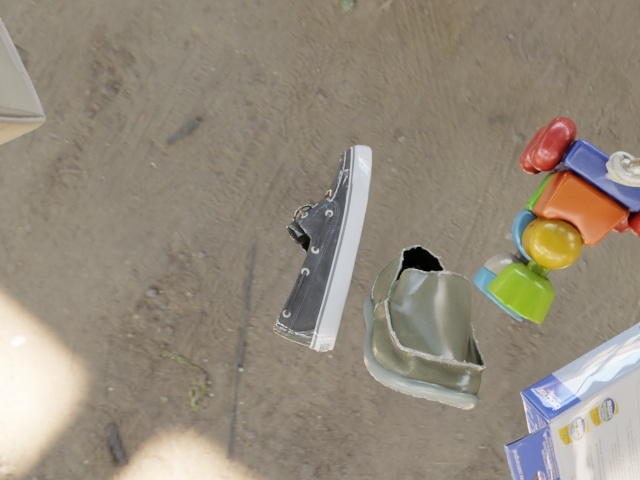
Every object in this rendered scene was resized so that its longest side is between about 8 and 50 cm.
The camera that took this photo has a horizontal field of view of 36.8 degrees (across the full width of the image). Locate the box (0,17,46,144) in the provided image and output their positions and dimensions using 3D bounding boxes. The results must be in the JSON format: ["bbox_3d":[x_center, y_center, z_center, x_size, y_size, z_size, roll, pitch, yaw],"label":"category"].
[{"bbox_3d":[-0.271,-0.040,0.312,0.311,0.121,0.148,-23,96,0],"label":"box"}]

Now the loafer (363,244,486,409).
[{"bbox_3d":[0.088,0.066,0.852,0.094,0.251,0.087,15,105,-12],"label":"loafer"}]

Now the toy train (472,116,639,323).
[{"bbox_3d":[0.171,-0.003,0.683,0.105,0.248,0.143,34,96,4],"label":"toy train"}]

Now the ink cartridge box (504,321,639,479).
[{"bbox_3d":[0.325,0.185,1.025,0.311,0.186,0.065,-29,37,-13],"label":"ink cartridge box"}]

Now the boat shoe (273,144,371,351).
[{"bbox_3d":[0.000,0.000,0.999,0.076,0.080,0.228,14,74,-2],"label":"boat shoe"}]
